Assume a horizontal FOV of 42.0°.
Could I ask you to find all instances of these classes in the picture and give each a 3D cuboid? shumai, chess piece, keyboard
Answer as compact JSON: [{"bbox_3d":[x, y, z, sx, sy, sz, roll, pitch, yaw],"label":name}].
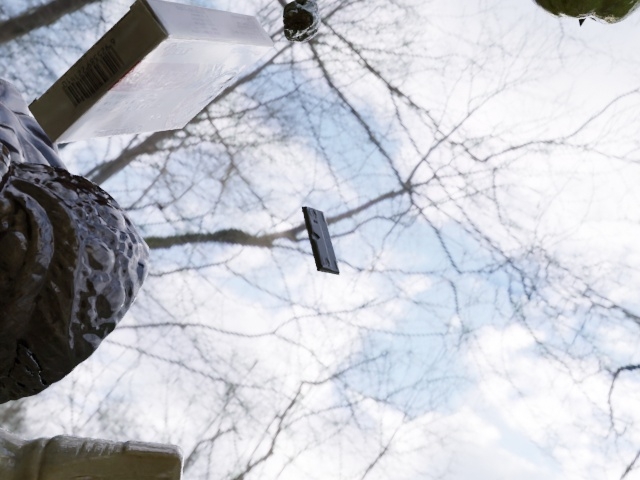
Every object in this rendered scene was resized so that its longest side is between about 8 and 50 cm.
[{"bbox_3d":[-0.027,-0.382,1.460,0.082,0.083,0.080,41,5,-34],"label":"shumai"},{"bbox_3d":[-0.336,0.315,1.114,0.300,0.137,0.137,4,-42,-5],"label":"chess piece"},{"bbox_3d":[0.000,0.000,1.401,0.049,0.129,0.015,17,-43,-42],"label":"keyboard"}]

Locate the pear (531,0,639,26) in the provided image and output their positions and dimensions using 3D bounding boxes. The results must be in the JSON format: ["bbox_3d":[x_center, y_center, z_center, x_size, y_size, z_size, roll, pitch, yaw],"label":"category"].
[{"bbox_3d":[0.429,-0.505,1.326,0.269,0.269,0.322,6,-75,35],"label":"pear"}]

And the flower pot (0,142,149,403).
[{"bbox_3d":[-0.361,-0.007,0.877,0.266,0.267,0.267,-2,-45,40],"label":"flower pot"}]

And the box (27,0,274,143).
[{"bbox_3d":[-0.216,-0.233,1.160,0.214,0.353,0.069,-36,-90,21],"label":"box"}]

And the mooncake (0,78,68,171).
[{"bbox_3d":[-0.480,-0.130,1.153,0.306,0.154,0.306,51,3,-4],"label":"mooncake"}]
